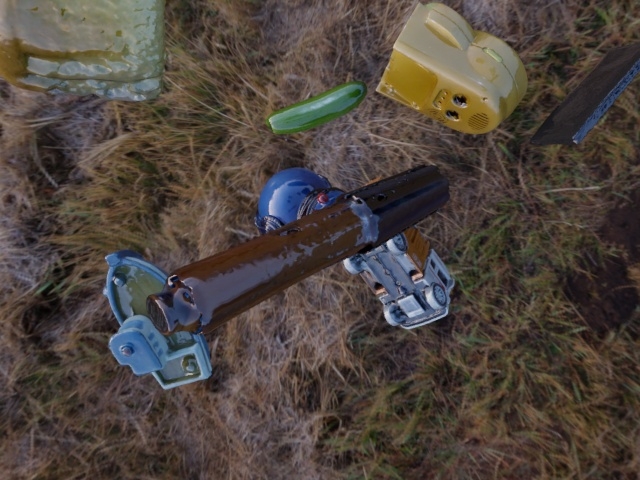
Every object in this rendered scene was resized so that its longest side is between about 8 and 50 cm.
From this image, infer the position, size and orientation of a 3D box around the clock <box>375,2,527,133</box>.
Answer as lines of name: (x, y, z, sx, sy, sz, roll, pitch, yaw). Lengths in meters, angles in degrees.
clock: (0.316, -0.384, 1.450, 0.317, 0.244, 0.200, 35, 74, 3)

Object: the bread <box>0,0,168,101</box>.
bread: (-0.260, -0.232, 0.642, 0.204, 0.262, 0.163, 2, 84, -14)

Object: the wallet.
wallet: (0.470, -0.255, 1.069, 0.025, 0.124, 0.244, 45, 81, -17)

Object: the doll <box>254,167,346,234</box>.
doll: (-0.045, -0.089, 1.829, 0.284, 0.310, 0.240, -39, 125, -26)

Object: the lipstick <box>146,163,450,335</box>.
lipstick: (0.000, 0.000, 0.694, 0.418, 0.077, 0.077, -25, 102, -38)

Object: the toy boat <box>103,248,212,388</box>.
toy boat: (-0.207, 0.107, 0.762, 0.088, 0.102, 0.215, -18, 111, 9)

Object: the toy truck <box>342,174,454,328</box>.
toy truck: (0.192, 0.031, 1.633, 0.173, 0.207, 0.388, -26, 108, 35)

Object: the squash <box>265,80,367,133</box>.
squash: (-0.006, -0.352, 1.677, 0.292, 0.082, 0.082, -23, 100, -2)
